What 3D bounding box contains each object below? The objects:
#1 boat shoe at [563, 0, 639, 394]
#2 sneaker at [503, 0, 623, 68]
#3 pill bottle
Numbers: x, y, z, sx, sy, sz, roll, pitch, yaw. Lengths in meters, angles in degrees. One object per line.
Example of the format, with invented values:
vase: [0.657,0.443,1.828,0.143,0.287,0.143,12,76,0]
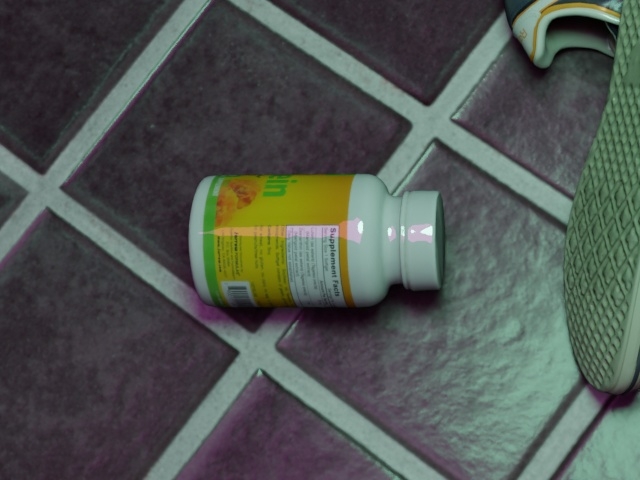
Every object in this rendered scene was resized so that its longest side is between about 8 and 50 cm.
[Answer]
boat shoe: [0.352,-0.089,1.434,0.156,0.187,0.500,10,96,-17]
sneaker: [0.351,-0.263,1.550,0.321,0.126,0.127,-16,69,14]
pill bottle: [0.000,0.000,1.529,0.245,0.136,0.136,0,74,10]
